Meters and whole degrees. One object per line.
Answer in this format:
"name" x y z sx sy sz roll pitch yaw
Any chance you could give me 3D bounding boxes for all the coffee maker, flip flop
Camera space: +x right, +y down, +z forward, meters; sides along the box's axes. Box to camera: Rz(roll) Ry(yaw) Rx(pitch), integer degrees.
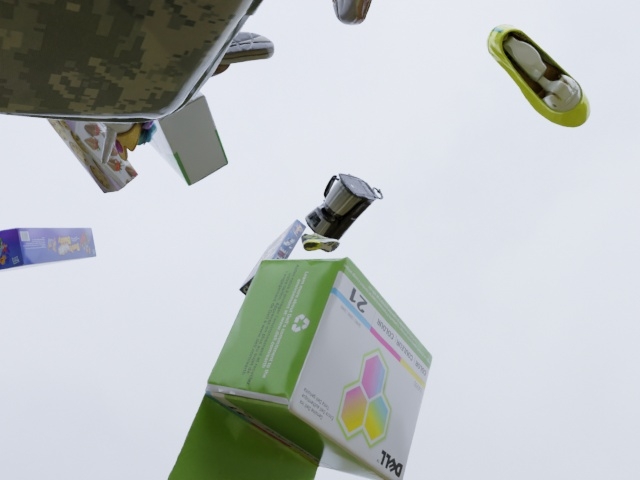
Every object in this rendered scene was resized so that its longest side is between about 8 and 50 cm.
"coffee maker" 0.069 -0.086 1.649 0.171 0.120 0.178 24 -58 -31
"flip flop" -0.230 -0.375 1.185 0.277 0.112 0.080 -11 -39 -23

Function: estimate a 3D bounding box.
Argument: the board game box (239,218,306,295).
"board game box" -0.141 0.051 1.740 0.042 0.243 0.165 42 -56 -10

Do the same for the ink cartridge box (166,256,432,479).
"ink cartridge box" -0.010 0.170 0.485 0.097 0.255 0.188 -3 -37 36

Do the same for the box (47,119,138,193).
"box" -0.481 -0.237 1.114 0.067 0.063 0.323 -3 -52 42

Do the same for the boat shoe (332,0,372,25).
"boat shoe" 0.111 -0.547 1.047 0.117 0.123 0.324 12 -83 -29

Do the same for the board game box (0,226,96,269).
"board game box" -0.690 0.026 1.291 0.234 0.347 0.077 -9 -89 2

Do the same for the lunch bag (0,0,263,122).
"lunch bag" -0.150 -0.249 0.337 0.213 0.255 0.305 -1 -24 -34

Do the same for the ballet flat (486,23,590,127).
"ballet flat" 0.367 -0.268 0.953 0.231 0.077 0.077 41 -81 -9

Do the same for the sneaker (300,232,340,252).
"sneaker" 0.000 0.000 1.095 0.083 0.035 0.031 4 -48 -35

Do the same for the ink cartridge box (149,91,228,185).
"ink cartridge box" -0.364 -0.298 1.371 0.122 0.289 0.211 -35 -36 -17

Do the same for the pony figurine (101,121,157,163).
"pony figurine" -0.322 -0.345 0.900 0.303 0.350 0.363 10 -29 17
